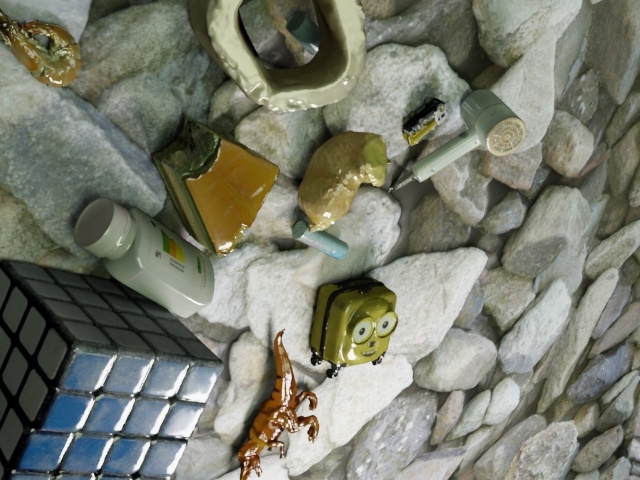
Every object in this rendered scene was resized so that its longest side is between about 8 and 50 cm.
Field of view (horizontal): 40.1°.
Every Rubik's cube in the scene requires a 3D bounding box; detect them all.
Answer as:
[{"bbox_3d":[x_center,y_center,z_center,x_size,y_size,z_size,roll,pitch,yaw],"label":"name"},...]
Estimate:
[{"bbox_3d":[-0.447,0.274,1.638,0.344,0.344,0.337,18,101,-45],"label":"Rubik's cube"}]

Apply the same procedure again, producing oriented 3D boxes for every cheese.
[{"bbox_3d":[-0.073,-0.402,1.664,0.292,0.153,0.332,-32,121,-6],"label":"cheese"}]

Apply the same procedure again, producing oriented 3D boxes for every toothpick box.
[{"bbox_3d":[-0.026,-0.425,1.801,0.052,0.052,0.083,-54,134,-2],"label":"toothpick box"}]

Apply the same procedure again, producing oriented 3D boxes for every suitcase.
[{"bbox_3d":[0.088,0.215,2.189,0.194,0.143,0.235,-9,118,-36],"label":"suitcase"}]

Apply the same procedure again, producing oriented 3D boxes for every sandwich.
[{"bbox_3d":[-0.235,-0.104,1.737,0.198,0.155,0.227,24,97,-43],"label":"sandwich"}]

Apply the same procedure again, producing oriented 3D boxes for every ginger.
[{"bbox_3d":[0.038,-0.138,1.956,0.267,0.152,0.138,-47,164,15],"label":"ginger"}]

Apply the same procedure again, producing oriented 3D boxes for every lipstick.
[{"bbox_3d":[0.000,0.000,2.063,0.158,0.048,0.048,26,95,-45],"label":"lipstick"}]

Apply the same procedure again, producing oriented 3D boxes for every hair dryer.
[{"bbox_3d":[0.312,-0.226,2.155,0.357,0.173,0.107,-32,128,3],"label":"hair dryer"}]

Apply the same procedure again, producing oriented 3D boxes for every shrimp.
[{"bbox_3d":[-0.476,-0.333,1.486,0.099,0.041,0.180,-52,134,-6],"label":"shrimp"}]

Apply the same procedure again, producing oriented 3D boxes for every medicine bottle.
[{"bbox_3d":[-0.337,0.029,1.719,0.111,0.161,0.296,-32,137,21],"label":"medicine bottle"}]

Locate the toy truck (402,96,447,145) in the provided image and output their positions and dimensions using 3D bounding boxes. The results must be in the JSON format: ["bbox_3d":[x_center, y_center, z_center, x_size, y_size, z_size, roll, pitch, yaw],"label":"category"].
[{"bbox_3d":[0.249,-0.286,2.109,0.123,0.052,0.063,-41,137,-13],"label":"toy truck"}]

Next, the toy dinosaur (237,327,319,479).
[{"bbox_3d":[-0.084,0.415,2.198,0.208,0.097,0.432,10,103,-33],"label":"toy dinosaur"}]
